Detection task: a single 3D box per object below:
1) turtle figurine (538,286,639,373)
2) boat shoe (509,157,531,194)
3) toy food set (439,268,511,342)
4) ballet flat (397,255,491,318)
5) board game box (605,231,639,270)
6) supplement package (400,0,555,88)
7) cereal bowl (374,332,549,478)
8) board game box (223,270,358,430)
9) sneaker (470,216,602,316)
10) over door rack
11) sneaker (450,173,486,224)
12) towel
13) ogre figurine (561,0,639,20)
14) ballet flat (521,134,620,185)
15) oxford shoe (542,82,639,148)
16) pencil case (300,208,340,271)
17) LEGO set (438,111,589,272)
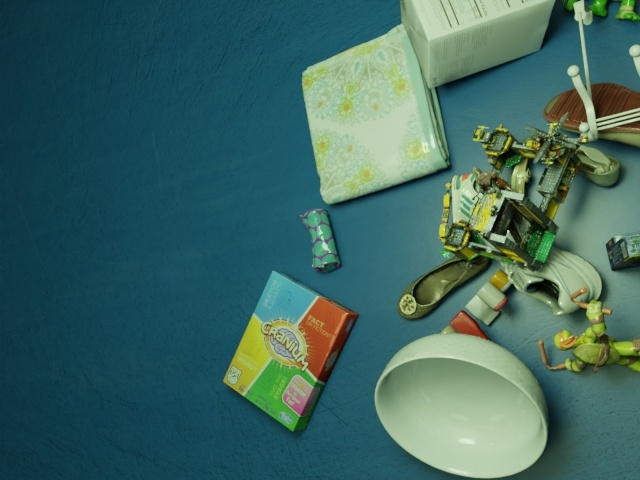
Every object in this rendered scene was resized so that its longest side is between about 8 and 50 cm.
[{"bbox_3d":[0.534,0.196,1.234,0.217,0.269,0.087,9,47,10],"label":"turtle figurine"},{"bbox_3d":[0.432,-0.111,1.422,0.048,0.056,0.153,12,90,20],"label":"boat shoe"},{"bbox_3d":[0.340,0.180,1.398,0.104,0.111,0.232,43,103,14],"label":"toy food set"},{"bbox_3d":[0.269,0.092,1.475,0.250,0.058,0.084,-36,67,19],"label":"ballet flat"},{"bbox_3d":[0.652,0.003,1.230,0.194,0.194,0.060,-11,78,12],"label":"board game box"},{"bbox_3d":[0.323,-0.494,1.412,0.263,0.199,0.198,-18,73,3],"label":"supplement package"},{"bbox_3d":[0.289,0.313,1.336,0.339,0.141,0.339,13,128,17],"label":"cereal bowl"},{"bbox_3d":[-0.078,0.267,1.634,0.242,0.064,0.316,27,96,29],"label":"board game box"},{"bbox_3d":[0.421,0.036,1.345,0.297,0.129,0.111,40,139,29],"label":"sneaker"},{"bbox_3d":[0.587,-0.359,1.211,0.240,0.108,0.324,-11,62,37],"label":"over door rack"},{"bbox_3d":[0.335,-0.074,1.464,0.075,0.057,0.161,-10,75,33],"label":"sneaker"},{"bbox_3d":[0.124,-0.303,1.601,0.321,0.090,0.374,-17,74,28],"label":"towel"},{"bbox_3d":[0.613,-0.521,1.365,0.197,0.097,0.118,28,115,44],"label":"ogre figurine"},{"bbox_3d":[0.520,-0.183,1.370,0.213,0.068,0.072,31,73,27],"label":"ballet flat"},{"bbox_3d":[0.607,-0.224,1.308,0.348,0.130,0.123,23,73,49],"label":"oxford shoe"},{"bbox_3d":[0.000,0.000,1.632,0.070,0.064,0.151,-15,74,9],"label":"pencil case"},{"bbox_3d":[0.344,-0.102,1.276,0.255,0.192,0.331,31,91,46],"label":"LEGO set"}]
